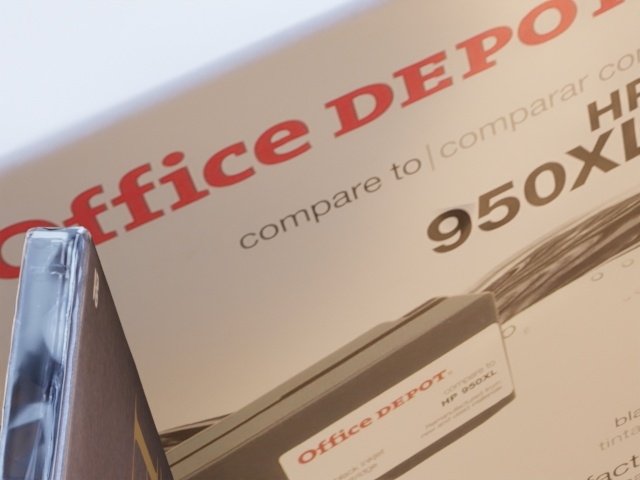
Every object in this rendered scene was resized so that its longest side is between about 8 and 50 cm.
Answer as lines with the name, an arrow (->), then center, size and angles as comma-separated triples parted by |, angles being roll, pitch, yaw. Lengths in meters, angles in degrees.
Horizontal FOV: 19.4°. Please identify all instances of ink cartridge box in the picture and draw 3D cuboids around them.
ink cartridge box -> 0.000, 0.000, 0.741 | 0.285, 0.395, 0.166 | -25, 51, -5

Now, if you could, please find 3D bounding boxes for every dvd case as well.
dvd case -> -0.044, 0.125, 0.416 | 0.018, 0.221, 0.164 | -1, 57, 4
